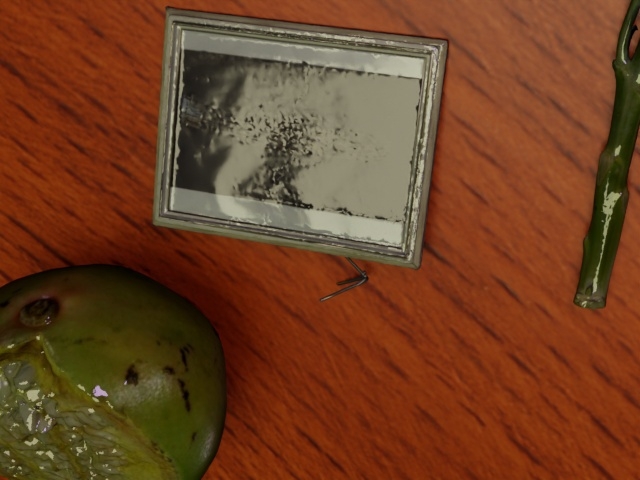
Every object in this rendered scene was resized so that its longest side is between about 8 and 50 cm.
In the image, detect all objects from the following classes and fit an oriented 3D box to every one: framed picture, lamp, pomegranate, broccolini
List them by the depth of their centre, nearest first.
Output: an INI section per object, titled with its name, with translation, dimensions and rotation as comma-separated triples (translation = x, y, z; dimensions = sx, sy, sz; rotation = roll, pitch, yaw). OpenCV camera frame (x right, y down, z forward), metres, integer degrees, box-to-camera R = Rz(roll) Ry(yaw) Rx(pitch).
[broccolini]
translation = 0.287, -0.105, 0.942
dimensions = 0.079, 0.074, 0.392
rotation = 14, 114, 20
[framed picture]
translation = -0.030, -0.102, 1.059
dimensions = 0.293, 0.018, 0.231
rotation = 9, 105, 15
[lamp]
translation = 0.000, -0.001, 1.106
dimensions = 0.054, 0.041, 0.121
rotation = -26, 98, 17
[pomegranate]
translation = -0.234, 0.164, 1.166
dimensions = 0.309, 0.216, 0.358
rotation = 1, 142, 17
